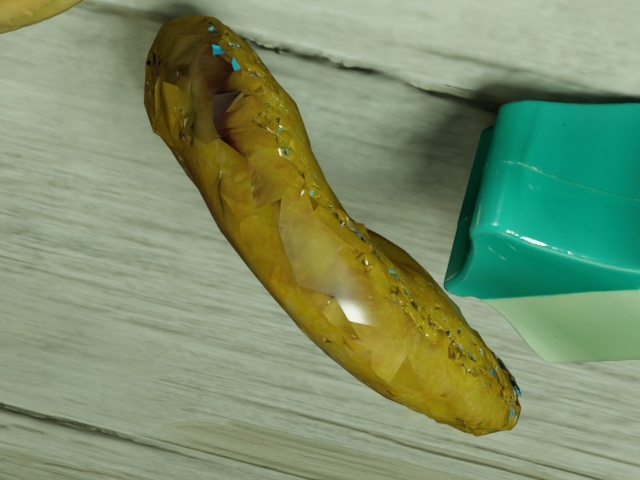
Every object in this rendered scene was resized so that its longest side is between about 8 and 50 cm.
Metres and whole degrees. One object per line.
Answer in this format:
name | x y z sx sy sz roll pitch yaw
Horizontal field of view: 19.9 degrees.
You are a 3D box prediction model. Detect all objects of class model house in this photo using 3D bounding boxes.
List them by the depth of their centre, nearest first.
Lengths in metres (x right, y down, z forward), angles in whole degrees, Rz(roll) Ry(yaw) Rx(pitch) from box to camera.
model house | 0.132 -0.012 0.912 0.127 0.100 0.149 -6 150 41

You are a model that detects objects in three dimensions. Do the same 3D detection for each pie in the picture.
pie | -0.002 0.000 0.923 0.273 0.069 0.273 52 179 1

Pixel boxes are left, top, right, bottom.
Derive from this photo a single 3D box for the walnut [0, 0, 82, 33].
walnut | -0.116 -0.185 0.568 0.257 0.257 0.224 -1 -177 35
